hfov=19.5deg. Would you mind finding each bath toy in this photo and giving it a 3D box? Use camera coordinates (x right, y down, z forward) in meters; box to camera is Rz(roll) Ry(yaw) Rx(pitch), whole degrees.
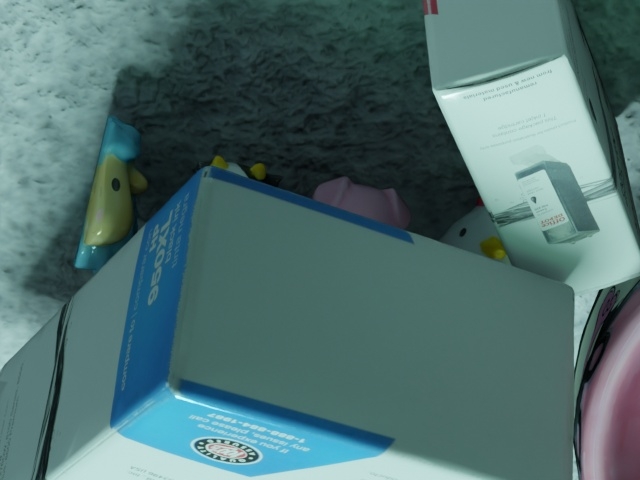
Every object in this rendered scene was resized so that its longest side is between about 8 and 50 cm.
[{"bbox_3d":[0.000,0.000,1.374,0.348,0.151,0.129,11,97,-14],"label":"bath toy"}]

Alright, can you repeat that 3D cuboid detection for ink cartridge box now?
[{"bbox_3d":[0.144,-0.087,1.259,0.092,0.158,0.218,-15,135,13],"label":"ink cartridge box"},{"bbox_3d":[-0.047,0.132,1.318,0.285,0.166,0.395,18,150,-22],"label":"ink cartridge box"}]

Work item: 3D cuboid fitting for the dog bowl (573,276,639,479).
[{"bbox_3d":[0.360,0.142,1.278,0.408,0.150,0.408,3,100,19],"label":"dog bowl"}]
